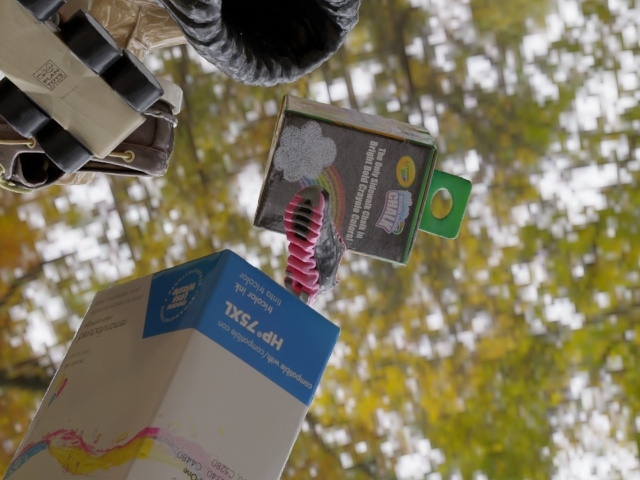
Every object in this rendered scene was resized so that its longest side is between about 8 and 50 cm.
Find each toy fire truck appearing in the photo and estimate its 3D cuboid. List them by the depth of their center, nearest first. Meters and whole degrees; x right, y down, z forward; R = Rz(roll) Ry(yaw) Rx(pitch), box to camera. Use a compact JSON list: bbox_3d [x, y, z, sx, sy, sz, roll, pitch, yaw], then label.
[{"bbox_3d":[-0.262,-0.219,1.725,0.158,0.217,0.246,-42,-139,6],"label":"toy fire truck"}]

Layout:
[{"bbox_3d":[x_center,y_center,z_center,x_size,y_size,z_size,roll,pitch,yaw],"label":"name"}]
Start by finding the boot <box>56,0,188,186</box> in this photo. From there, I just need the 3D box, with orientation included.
[{"bbox_3d":[-0.236,-0.190,2.224,0.236,0.269,0.089,12,-156,-35],"label":"boot"}]

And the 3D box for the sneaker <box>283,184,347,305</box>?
[{"bbox_3d":[0.000,0.000,1.658,0.057,0.119,0.047,-19,-141,-35],"label":"sneaker"}]

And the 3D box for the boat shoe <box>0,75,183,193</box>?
[{"bbox_3d":[-0.285,-0.101,1.865,0.324,0.116,0.096,-3,-105,28],"label":"boat shoe"}]

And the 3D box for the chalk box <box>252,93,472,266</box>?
[{"bbox_3d":[0.048,-0.060,1.947,0.213,0.132,0.132,15,-168,-4],"label":"chalk box"}]

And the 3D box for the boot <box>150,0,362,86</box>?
[{"bbox_3d":[-0.055,-0.217,1.250,0.260,0.131,0.348,41,-157,23],"label":"boot"}]

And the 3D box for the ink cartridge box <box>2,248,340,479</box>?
[{"bbox_3d":[-0.094,0.128,0.885,0.134,0.078,0.231,-18,-139,52],"label":"ink cartridge box"}]
